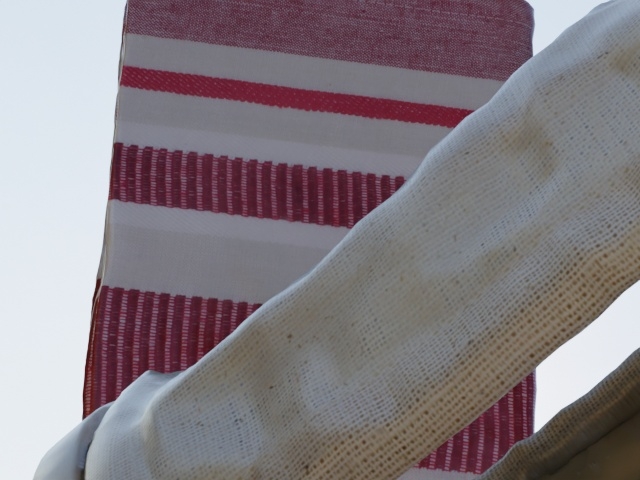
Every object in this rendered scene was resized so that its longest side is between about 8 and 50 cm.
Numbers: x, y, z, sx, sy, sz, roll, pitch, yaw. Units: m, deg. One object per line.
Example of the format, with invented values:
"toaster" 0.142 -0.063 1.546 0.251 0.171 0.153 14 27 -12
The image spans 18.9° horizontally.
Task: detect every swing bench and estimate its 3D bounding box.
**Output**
"swing bench" 0.082 0.056 0.576 0.255 0.253 0.165 44 13 -36

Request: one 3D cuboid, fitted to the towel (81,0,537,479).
"towel" 0.000 0.000 1.033 0.237 0.329 0.037 6 -25 -7
